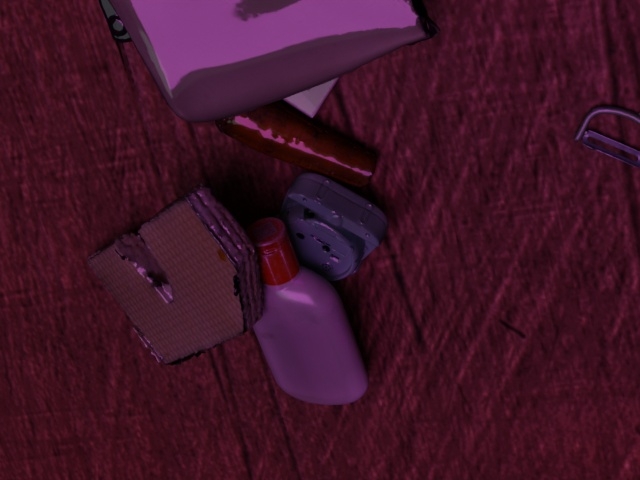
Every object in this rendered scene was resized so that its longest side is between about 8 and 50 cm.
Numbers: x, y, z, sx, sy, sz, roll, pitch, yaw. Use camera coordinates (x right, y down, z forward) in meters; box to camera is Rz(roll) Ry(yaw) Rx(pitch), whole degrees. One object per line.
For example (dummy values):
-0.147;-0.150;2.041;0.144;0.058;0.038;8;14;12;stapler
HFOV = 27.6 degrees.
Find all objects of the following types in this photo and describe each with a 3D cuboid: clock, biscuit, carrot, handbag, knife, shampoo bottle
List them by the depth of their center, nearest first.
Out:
-0.027;-0.243;1.089;0.315;0.109;0.241;-22;106;24;handbag
0.334;-0.072;1.157;0.212;0.015;0.054;24;112;4;knife
-0.024;-0.096;1.226;0.161;0.055;0.055;26;120;-4;carrot
0.000;0.000;1.257;0.101;0.041;0.135;28;139;-3;clock
-0.133;0.037;1.264;0.147;0.046;0.250;53;146;-6;biscuit
-0.024;0.072;1.273;0.108;0.051;0.221;6;135;29;shampoo bottle

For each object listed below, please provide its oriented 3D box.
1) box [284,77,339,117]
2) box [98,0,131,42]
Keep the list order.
-0.001;-0.216;1.170;0.109;0.029;0.198;33;121;-2;box
-0.157;-0.252;1.197;0.125;0.027;0.126;-11;113;20;box
